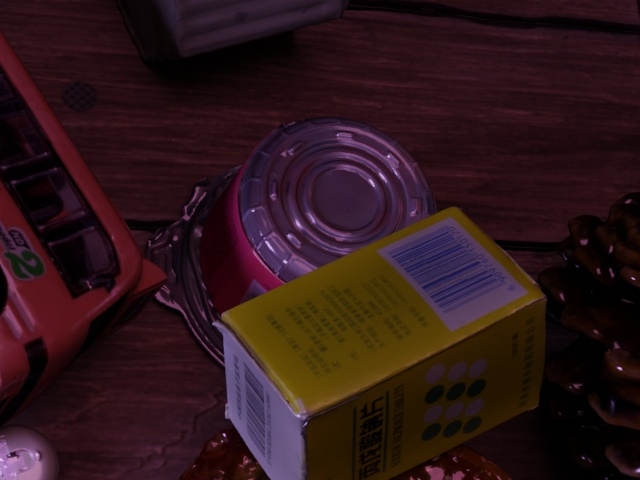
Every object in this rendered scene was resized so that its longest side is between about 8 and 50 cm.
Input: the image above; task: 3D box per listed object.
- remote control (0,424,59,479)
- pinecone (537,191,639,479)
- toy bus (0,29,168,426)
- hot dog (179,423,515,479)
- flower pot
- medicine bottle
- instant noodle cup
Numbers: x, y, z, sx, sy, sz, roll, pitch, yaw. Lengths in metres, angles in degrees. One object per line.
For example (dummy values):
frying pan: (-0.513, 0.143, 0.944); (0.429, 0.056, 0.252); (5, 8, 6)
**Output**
remote control: (-0.331, 0.215, 1.249); (0.221, 0.042, 0.078); (-14, 70, -22)
pinecone: (0.399, 0.121, 1.340); (0.398, 0.398, 0.397); (6, 63, -13)
toy bus: (-0.335, -0.054, 1.266); (0.233, 0.203, 0.427); (-27, 79, -36)
hot dog: (0.052, 0.292, 1.243); (0.387, 0.174, 0.267); (40, 52, 5)
flower pot: (-0.104, -0.301, 1.472); (0.190, 0.239, 0.209); (-18, 102, -21)
medicine bottle: (0.052, 0.097, 1.212); (0.250, 0.137, 0.141); (-23, 50, -22)
instant noodle cup: (0.000, 0.000, 1.369); (0.302, 0.181, 0.258); (-7, 68, -19)
